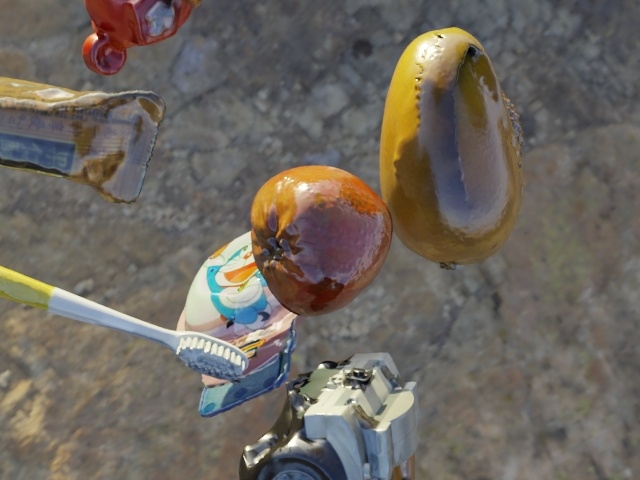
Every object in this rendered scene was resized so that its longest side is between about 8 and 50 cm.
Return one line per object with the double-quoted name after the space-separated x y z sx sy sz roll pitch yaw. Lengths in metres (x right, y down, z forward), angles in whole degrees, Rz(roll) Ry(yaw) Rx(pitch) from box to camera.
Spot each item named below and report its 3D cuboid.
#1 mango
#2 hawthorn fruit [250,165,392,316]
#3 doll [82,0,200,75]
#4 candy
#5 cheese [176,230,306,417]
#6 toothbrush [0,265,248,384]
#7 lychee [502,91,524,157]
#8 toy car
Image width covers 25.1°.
0.125 -0.088 1.406 0.166 0.136 0.236 -38 123 -73 "mango"
0.000 0.000 1.178 0.128 0.128 0.128 15 59 -26 "hawthorn fruit"
-0.119 -0.312 1.312 0.183 0.160 0.363 30 88 -49 "doll"
-0.318 -0.124 1.630 0.271 0.143 0.101 10 25 -10 "candy"
-0.063 0.068 1.376 0.074 0.189 0.286 55 20 -25 "cheese"
-0.177 0.028 0.833 0.288 0.024 0.021 20 99 -7 "toothbrush"
0.182 -0.129 1.941 0.200 0.238 0.200 0 74 -1 "lychee"
0.031 0.240 1.112 0.193 0.118 0.301 -37 120 -71 "toy car"
